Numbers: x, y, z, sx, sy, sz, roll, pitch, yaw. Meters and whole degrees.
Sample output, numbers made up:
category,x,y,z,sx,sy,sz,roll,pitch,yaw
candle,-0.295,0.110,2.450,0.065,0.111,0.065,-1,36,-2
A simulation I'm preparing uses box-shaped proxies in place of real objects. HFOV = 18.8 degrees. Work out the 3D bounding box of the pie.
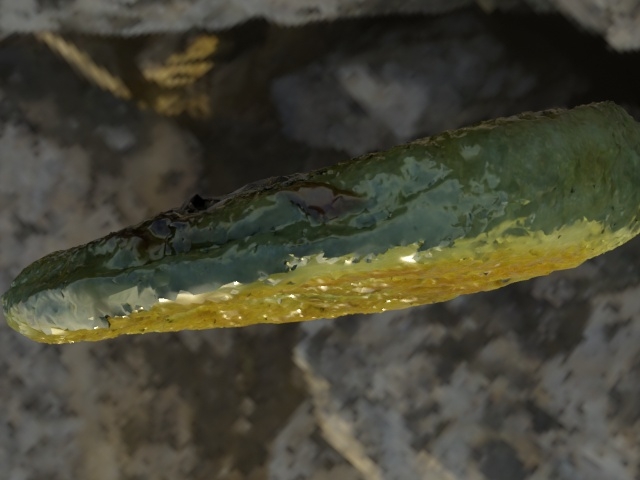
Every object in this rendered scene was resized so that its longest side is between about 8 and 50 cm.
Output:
category,x,y,z,sx,sy,sz,roll,pitch,yaw
pie,0.000,0.000,0.906,0.323,0.323,0.071,-15,84,39
